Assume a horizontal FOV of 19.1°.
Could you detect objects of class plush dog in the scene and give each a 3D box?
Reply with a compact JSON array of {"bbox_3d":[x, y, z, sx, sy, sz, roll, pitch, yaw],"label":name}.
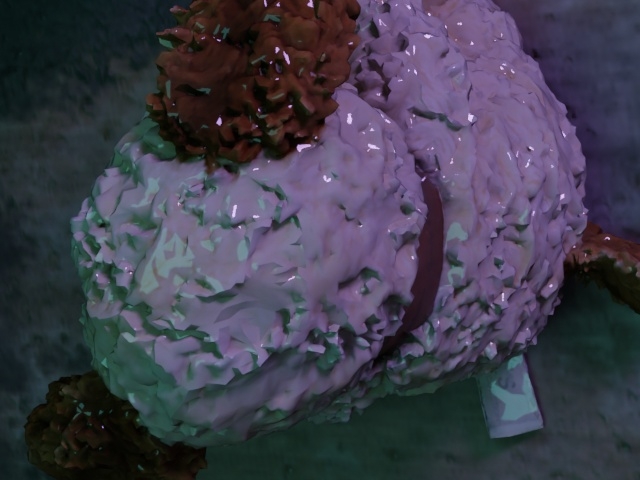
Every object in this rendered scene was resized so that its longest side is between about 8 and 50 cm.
[{"bbox_3d":[0.000,0.000,0.696,0.210,0.225,0.262,32,119,27],"label":"plush dog"}]
